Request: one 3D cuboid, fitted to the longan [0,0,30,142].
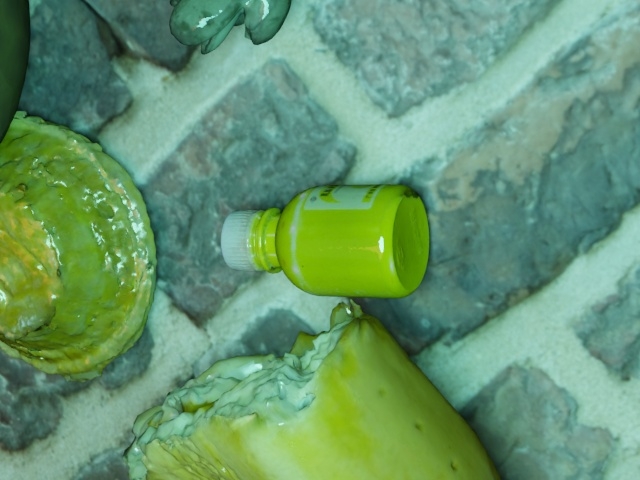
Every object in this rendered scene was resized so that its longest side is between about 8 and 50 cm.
[{"bbox_3d":[-0.489,-0.240,1.645,0.404,0.336,0.404,53,154,41],"label":"longan"}]

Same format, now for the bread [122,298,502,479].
[{"bbox_3d":[0.022,0.265,1.618,0.394,0.250,0.361,47,141,-14],"label":"bread"}]

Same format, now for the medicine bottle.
[{"bbox_3d":[0.000,0.000,1.616,0.212,0.122,0.122,1,108,25],"label":"medicine bottle"}]

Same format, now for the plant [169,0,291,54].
[{"bbox_3d":[-0.046,-0.297,1.520,0.274,0.146,0.149,-37,77,29],"label":"plant"}]

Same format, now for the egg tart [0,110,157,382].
[{"bbox_3d":[-0.353,0.014,1.785,0.341,0.132,0.341,8,110,24],"label":"egg tart"}]
